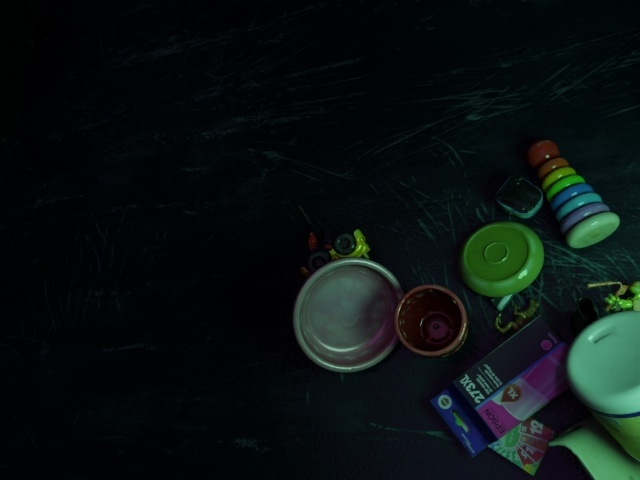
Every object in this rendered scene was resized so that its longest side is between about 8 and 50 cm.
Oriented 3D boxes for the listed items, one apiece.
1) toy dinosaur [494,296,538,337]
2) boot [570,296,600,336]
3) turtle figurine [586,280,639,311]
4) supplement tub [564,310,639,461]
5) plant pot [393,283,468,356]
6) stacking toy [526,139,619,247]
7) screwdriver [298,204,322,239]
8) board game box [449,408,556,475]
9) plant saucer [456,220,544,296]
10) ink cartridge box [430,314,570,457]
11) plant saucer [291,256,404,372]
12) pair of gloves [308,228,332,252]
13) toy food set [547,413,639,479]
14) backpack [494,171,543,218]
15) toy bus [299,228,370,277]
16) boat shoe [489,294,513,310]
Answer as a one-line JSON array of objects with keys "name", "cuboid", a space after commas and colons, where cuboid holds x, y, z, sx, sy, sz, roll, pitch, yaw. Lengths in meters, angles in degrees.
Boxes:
[{"name": "toy dinosaur", "cuboid": [0.525, 0.242, 1.449, 0.112, 0.064, 0.211, 18, 79, 25]}, {"name": "boot", "cuboid": [0.680, 0.268, 1.322, 0.083, 0.161, 0.246, -23, 65, 13]}, {"name": "turtle figurine", "cuboid": [0.783, 0.193, 1.341, 0.269, 0.087, 0.217, 4, 78, -8]}, {"name": "supplement tub", "cuboid": [0.713, 0.337, 1.161, 0.241, 0.331, 0.241, -39, 22, 19]}, {"name": "plant pot", "cuboid": [0.308, 0.230, 1.475, 0.191, 0.174, 0.191, -7, 69, 18]}, {"name": "stacking toy", "cuboid": [0.672, -0.147, 1.495, 0.141, 0.141, 0.330, -26, 60, 11]}, {"name": "screwdriver", "cuboid": [-0.036, -0.062, 1.802, 0.024, 0.025, 0.170, -37, 50, 5]}, {"name": "board game box", "cuboid": [0.461, 0.478, 1.410, 0.259, 0.039, 0.124, 28, 83, 30]}, {"name": "plant saucer", "cuboid": [0.496, 0.041, 1.515, 0.241, 0.037, 0.241, -16, 55, 24]}, {"name": "ink cartridge box", "cuboid": [0.476, 0.373, 1.382, 0.371, 0.069, 0.176, -40, 67, 7]}, {"name": "plant saucer", "cuboid": [0.078, 0.206, 1.546, 0.332, 0.084, 0.332, -2, 99, -13]}, {"name": "pair of gloves", "cuboid": [0.000, 0.000, 1.772, 0.083, 0.010, 0.074, -10, 68, 17]}, {"name": "toy food set", "cuboid": [0.664, 0.556, 1.213, 0.306, 0.219, 0.092, 58, 134, 28]}, {"name": "backpack", "cuboid": [0.573, -0.118, 1.544, 0.105, 0.084, 0.114, -50, 57, 0]}, {"name": "toy bus", "cuboid": [0.080, 0.101, 1.640, 0.220, 0.149, 0.211, -36, 76, 4]}, {"name": "boat shoe", "cuboid": [0.524, 0.129, 1.498, 0.040, 0.049, 0.142, 37, 90, 28]}]
